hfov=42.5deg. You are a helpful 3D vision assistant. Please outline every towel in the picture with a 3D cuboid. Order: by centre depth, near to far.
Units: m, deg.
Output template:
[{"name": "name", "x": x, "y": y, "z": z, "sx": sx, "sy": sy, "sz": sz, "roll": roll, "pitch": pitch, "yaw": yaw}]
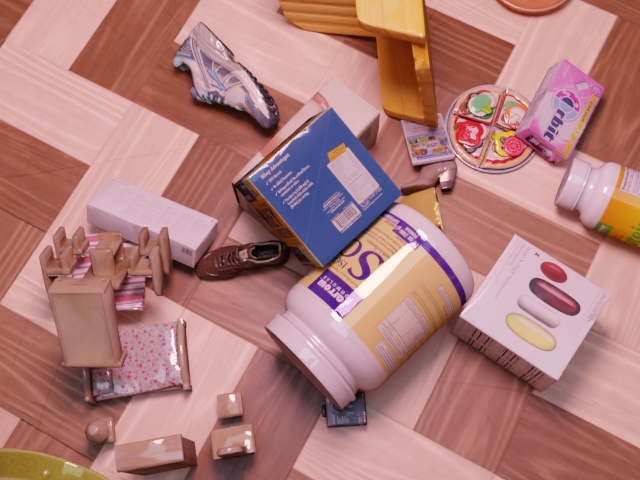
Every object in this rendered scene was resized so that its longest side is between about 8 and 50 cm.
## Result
[{"name": "towel", "x": -0.411, "y": 0.060, "z": 1.610, "sx": 0.144, "sy": 0.029, "sz": 0.197, "roll": -6, "pitch": 51, "yaw": -1}]

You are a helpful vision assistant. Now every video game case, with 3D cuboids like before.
[{"name": "video game case", "x": 0.219, "y": -0.209, "z": 1.689, "sx": 0.087, "sy": 0.011, "sz": 0.122, "roll": -9, "pitch": 55, "yaw": -1}]

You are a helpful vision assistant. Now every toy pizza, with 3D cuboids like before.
[{"name": "toy pizza", "x": 0.359, "y": -0.236, "z": 1.701, "sx": 0.201, "sy": 0.032, "sz": 0.201, "roll": -1, "pitch": 73, "yaw": 2}]

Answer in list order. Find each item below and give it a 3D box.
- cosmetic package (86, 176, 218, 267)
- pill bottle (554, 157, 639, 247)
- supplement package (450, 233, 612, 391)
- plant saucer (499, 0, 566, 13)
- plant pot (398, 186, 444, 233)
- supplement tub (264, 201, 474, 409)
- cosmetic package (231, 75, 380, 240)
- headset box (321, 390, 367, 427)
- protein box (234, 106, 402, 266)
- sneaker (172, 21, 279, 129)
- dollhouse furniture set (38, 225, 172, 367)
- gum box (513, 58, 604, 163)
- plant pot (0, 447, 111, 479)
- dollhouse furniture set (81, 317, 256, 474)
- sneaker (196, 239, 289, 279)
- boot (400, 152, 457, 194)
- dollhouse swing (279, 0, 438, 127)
[{"name": "cosmetic package", "x": -0.333, "y": -0.037, "z": 1.629, "sx": 0.239, "sy": 0.060, "sz": 0.099, "roll": 23, "pitch": 47, "yaw": 9}, {"name": "pill bottle", "x": 0.588, "y": -0.070, "z": 1.588, "sx": 0.246, "sy": 0.136, "sz": 0.136, "roll": 22, "pitch": 75, "yaw": 9}, {"name": "supplement package", "x": 0.385, "y": 0.137, "z": 1.523, "sx": 0.203, "sy": 0.149, "sz": 0.194, "roll": 33, "pitch": 76, "yaw": 12}, {"name": "plant saucer", "x": 0.461, "y": -0.581, "z": 1.804, "sx": 0.200, "sy": 0.037, "sz": 0.200, "roll": -1, "pitch": 72, "yaw": 2}, {"name": "plant pot", "x": 0.195, "y": -0.048, "z": 1.626, "sx": 0.083, "sy": 0.081, "sz": 0.081, "roll": -11, "pitch": 72, "yaw": 11}, {"name": "supplement tub", "x": 0.087, "y": 0.117, "z": 1.490, "sx": 0.331, "sy": 0.241, "sz": 0.241, "roll": -42, "pitch": 76, "yaw": -11}, {"name": "cosmetic package", "x": -0.027, "y": -0.160, "z": 1.628, "sx": 0.129, "sy": 0.153, "sz": 0.296, "roll": 41, "pitch": 77, "yaw": 12}, {"name": "headset box", "x": 0.044, "y": 0.317, "z": 1.538, "sx": 0.083, "sy": 0.032, "sz": 0.062, "roll": -3, "pitch": 73, "yaw": -1}, {"name": "protein box", "x": -0.007, "y": -0.092, "z": 1.467, "sx": 0.200, "sy": 0.136, "sz": 0.201, "roll": -43, "pitch": 100, "yaw": -12}, {"name": "sneaker", "x": -0.199, "y": -0.320, "z": 1.724, "sx": 0.122, "sy": 0.110, "sz": 0.283, "roll": -43, "pitch": 73, "yaw": 7}, {"name": "dollhouse furniture set", "x": -0.396, "y": 0.096, "z": 1.503, "sx": 0.212, "sy": 0.161, "sz": 0.242, "roll": 0, "pitch": 29, "yaw": 4}, {"name": "gum box", "x": 0.484, "y": -0.258, "z": 1.672, "sx": 0.107, "sy": 0.062, "sz": 0.188, "roll": 33, "pitch": 75, "yaw": -10}, {"name": "plant pot", "x": -0.491, "y": 0.526, "z": 1.389, "sx": 0.276, "sy": 0.276, "sz": 0.254, "roll": 20, "pitch": 86, "yaw": 8}, {"name": "dollhouse furniture set", "x": -0.294, "y": 0.234, "z": 1.501, "sx": 0.303, "sy": 0.174, "sz": 0.355, "roll": -9, "pitch": 73, "yaw": -2}, {"name": "sneaker", "x": -0.155, "y": 0.028, "z": 1.613, "sx": 0.188, "sy": 0.071, "sz": 0.066, "roll": -12, "pitch": 73, "yaw": -3}, {"name": "boot", "x": 0.220, "y": -0.139, "z": 1.675, "sx": 0.118, "sy": 0.042, "sz": 0.087, "roll": -1, "pitch": 66, "yaw": 0}, {"name": "dollhouse swing", "x": 0.058, "y": -0.403, "z": 1.604, "sx": 0.305, "sy": 0.347, "sz": 0.315, "roll": -5, "pitch": 71, "yaw": 9}]
